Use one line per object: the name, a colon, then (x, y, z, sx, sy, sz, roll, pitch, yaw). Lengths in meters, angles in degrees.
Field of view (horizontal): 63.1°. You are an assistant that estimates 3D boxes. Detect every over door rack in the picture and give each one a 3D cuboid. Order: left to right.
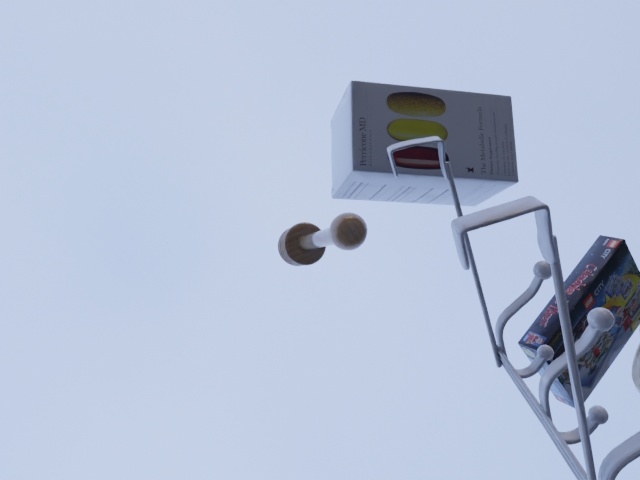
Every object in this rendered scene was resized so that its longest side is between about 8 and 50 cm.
over door rack: (0.192, 0.057, 0.458, 0.108, 0.239, 0.324, -30, -70, 7)

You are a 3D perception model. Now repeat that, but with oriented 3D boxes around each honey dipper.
honey dipper: (0.000, 0.000, 0.313, 0.030, 0.160, 0.031, 1, -93, -13)

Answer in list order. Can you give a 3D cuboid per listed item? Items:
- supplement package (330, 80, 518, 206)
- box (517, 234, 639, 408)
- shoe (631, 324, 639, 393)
supplement package: (0.146, -0.136, 0.778, 0.243, 0.134, 0.139, 2, -102, -11)
box: (0.430, 0.130, 0.832, 0.233, 0.044, 0.159, -47, -64, -13)
shoe: (0.306, 0.056, 0.441, 0.058, 0.077, 0.219, 8, -53, 9)
